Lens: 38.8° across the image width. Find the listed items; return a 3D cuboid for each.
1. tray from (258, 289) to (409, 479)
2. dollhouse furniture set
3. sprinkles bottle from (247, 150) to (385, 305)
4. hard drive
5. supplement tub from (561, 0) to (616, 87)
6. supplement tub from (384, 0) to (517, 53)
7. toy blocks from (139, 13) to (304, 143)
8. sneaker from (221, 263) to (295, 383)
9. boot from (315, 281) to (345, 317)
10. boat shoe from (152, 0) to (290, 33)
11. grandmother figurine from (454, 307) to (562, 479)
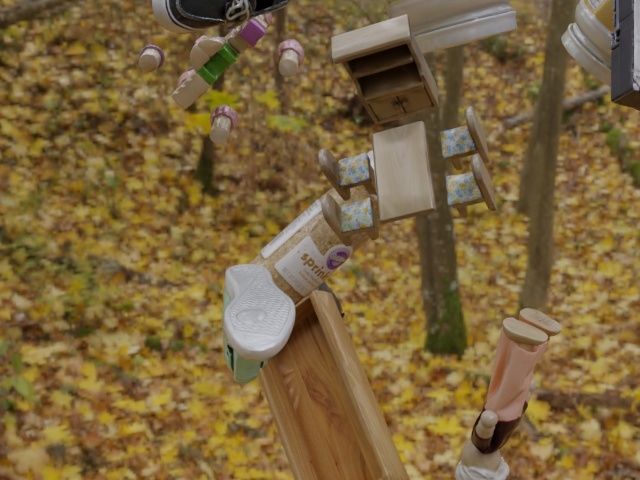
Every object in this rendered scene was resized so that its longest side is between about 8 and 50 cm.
[{"bbox_3d":[0.005,0.323,1.779,0.076,0.203,0.410,16,43,-48],"label":"tray"},{"bbox_3d":[0.098,-0.145,1.202,0.212,0.161,0.242,-14,59,18],"label":"dollhouse furniture set"},{"bbox_3d":[0.000,0.000,1.599,0.355,0.121,0.121,-42,31,4],"label":"sprinkles bottle"},{"bbox_3d":[0.614,-0.294,1.424,0.339,0.236,0.064,11,-17,-17],"label":"hard drive"},{"bbox_3d":[0.660,-0.474,1.820,0.228,0.316,0.228,24,34,-18],"label":"supplement tub"},{"bbox_3d":[0.213,-0.506,1.596,0.236,0.324,0.235,-14,9,2],"label":"supplement tub"},{"bbox_3d":[-0.226,-0.435,2.038,0.289,0.309,0.260,-41,19,18],"label":"toy blocks"},{"bbox_3d":[-0.085,0.142,1.233,0.094,0.151,0.256,-2,18,-8],"label":"sneaker"},{"bbox_3d":[-0.040,0.143,2.059,0.091,0.263,0.229,-29,25,22],"label":"boot"},{"bbox_3d":[-0.157,-0.424,1.587,0.105,0.113,0.306,4,14,37],"label":"boat shoe"},{"bbox_3d":[0.312,0.285,1.560,0.208,0.342,0.104,-9,33,-45],"label":"grandmother figurine"}]
